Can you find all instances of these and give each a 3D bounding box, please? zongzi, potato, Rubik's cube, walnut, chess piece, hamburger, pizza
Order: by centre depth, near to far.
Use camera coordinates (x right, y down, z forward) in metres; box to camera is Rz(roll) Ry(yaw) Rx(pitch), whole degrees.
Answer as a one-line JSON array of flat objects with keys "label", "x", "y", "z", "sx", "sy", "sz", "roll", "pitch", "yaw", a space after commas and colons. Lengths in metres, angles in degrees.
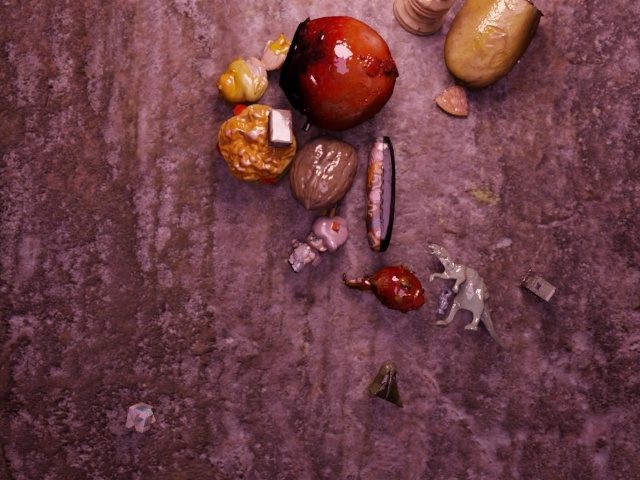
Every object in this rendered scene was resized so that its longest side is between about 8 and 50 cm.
[{"label": "chess piece", "x": 0.273, "y": -0.624, "z": 1.487, "sx": 0.124, "sy": 0.307, "sz": 0.139, "roll": -23, "pitch": 94, "yaw": 2}, {"label": "potato", "x": 0.446, "y": -0.538, "z": 1.559, "sx": 0.229, "sy": 0.229, "sz": 0.266, "roll": 34, "pitch": 109, "yaw": -1}, {"label": "walnut", "x": 0.003, "y": -0.180, "z": 1.589, "sx": 0.178, "sy": 0.178, "sz": 0.231, "roll": 23, "pitch": 69, "yaw": -1}, {"label": "hamburger", "x": -0.176, "y": -0.266, "z": 1.605, "sx": 0.237, "sy": 0.149, "sz": 0.237, "roll": 0, "pitch": 96, "yaw": 2}, {"label": "pizza", "x": 0.382, "y": -0.388, "z": 1.646, "sx": 0.100, "sy": 0.029, "sz": 0.099, "roll": -35, "pitch": 101, "yaw": 6}, {"label": "zongzi", "x": 0.214, "y": 0.418, "z": 1.698, "sx": 0.119, "sy": 0.055, "sz": 0.109, "roll": 26, "pitch": 93, "yaw": -13}, {"label": "Rubik's cube", "x": -0.519, "y": 0.523, "z": 1.706, "sx": 0.073, "sy": 0.075, "sz": 0.084, "roll": 12, "pitch": 109, "yaw": 16}]

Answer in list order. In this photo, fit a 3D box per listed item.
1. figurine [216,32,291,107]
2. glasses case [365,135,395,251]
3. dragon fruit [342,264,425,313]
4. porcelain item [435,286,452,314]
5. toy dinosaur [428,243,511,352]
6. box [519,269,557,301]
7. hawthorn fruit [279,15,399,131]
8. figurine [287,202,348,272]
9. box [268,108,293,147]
[{"label": "figurine", "x": -0.178, "y": -0.464, "z": 1.604, "sx": 0.246, "sy": 0.131, "sz": 0.156, "roll": -37, "pitch": 58, "yaw": 5}, {"label": "glasses case", "x": 0.166, "y": -0.127, "z": 1.620, "sx": 0.082, "sy": 0.122, "sz": 0.321, "roll": 1, "pitch": 94, "yaw": 0}, {"label": "dragon fruit", "x": 0.177, "y": 0.130, "z": 1.649, "sx": 0.246, "sy": 0.125, "sz": 0.125, "roll": 6, "pitch": 64, "yaw": 20}, {"label": "porcelain item", "x": 0.356, "y": 0.172, "z": 1.683, "sx": 0.036, "sy": 0.028, "sz": 0.083, "roll": 21, "pitch": 92, "yaw": 35}, {"label": "toy dinosaur", "x": 0.425, "y": 0.188, "z": 1.638, "sx": 0.393, "sy": 0.092, "sz": 0.206, "roll": 38, "pitch": 56, "yaw": -10}, {"label": "box", "x": 0.623, "y": 0.132, "z": 1.660, "sx": 0.084, "sy": 0.063, "sz": 0.060, "roll": 35, "pitch": 94, "yaw": -3}, {"label": "hawthorn fruit", "x": 0.042, "y": -0.439, "z": 1.521, "sx": 0.315, "sy": 0.316, "sz": 0.316, "roll": 0, "pitch": 94, "yaw": 1}, {"label": "figurine", "x": 0.000, "y": 0.000, "z": 1.639, "sx": 0.229, "sy": 0.137, "sz": 0.112, "roll": -46, "pitch": 124, "yaw": 8}, {"label": "box", "x": -0.105, "y": -0.291, "z": 1.521, "sx": 0.062, "sy": 0.045, "sz": 0.098, "roll": 0, "pitch": 77, "yaw": -15}]
